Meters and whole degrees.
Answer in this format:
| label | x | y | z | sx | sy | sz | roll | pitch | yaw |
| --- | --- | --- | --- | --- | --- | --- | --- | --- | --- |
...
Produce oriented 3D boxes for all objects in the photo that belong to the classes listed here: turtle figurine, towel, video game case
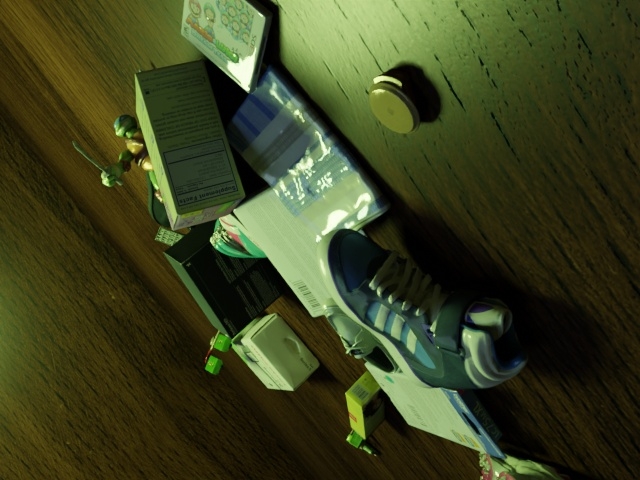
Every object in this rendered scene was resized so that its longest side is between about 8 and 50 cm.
| label | x | y | z | sx | sy | sz | roll | pitch | yaw |
| --- | --- | --- | --- | --- | --- | --- | --- | --- | --- |
| turtle figurine | -0.371 | -0.170 | 1.437 | 0.266 | 0.198 | 0.274 | 45 | 162 | -4 |
| towel | -0.030 | -0.118 | 1.062 | 0.285 | 0.034 | 0.209 | 50 | 146 | -4 |
| video game case | -0.141 | -0.315 | 0.965 | 0.157 | 0.019 | 0.143 | 43 | 145 | 14 |

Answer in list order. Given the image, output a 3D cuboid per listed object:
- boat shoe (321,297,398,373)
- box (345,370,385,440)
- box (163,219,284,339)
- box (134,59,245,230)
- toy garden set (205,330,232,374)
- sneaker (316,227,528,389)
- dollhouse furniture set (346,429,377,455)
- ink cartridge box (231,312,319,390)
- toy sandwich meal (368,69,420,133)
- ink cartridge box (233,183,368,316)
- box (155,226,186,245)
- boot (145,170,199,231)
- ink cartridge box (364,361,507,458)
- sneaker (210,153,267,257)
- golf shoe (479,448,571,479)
| label | x | y | z | sx | sy | sz | roll | pitch | yaw |
| --- | --- | --- | --- | --- | --- | --- | --- | --- | --- |
| boat shoe | 0.084 | 0.186 | 1.260 | 0.079 | 0.081 | 0.227 | -19 | 136 | 38 |
| box | 0.116 | 0.422 | 1.677 | 0.058 | 0.087 | 0.232 | 36 | 156 | 27 |
| box | -0.228 | 0.080 | 1.604 | 0.103 | 0.184 | 0.261 | 22 | 146 | 47 |
| box | -0.235 | -0.158 | 1.167 | 0.213 | 0.117 | 0.243 | 157 | 96 | -74 |
| toy garden set | -0.277 | 0.279 | 1.991 | 0.049 | 0.244 | 0.204 | 25 | 168 | -17 |
| sneaker | 0.165 | 0.086 | 0.975 | 0.323 | 0.130 | 0.236 | 52 | 143 | -11 |
| dollhouse furniture set | 0.135 | 0.614 | 2.046 | 0.076 | 0.058 | 0.152 | 24 | 168 | 31 |
| ink cartridge box | -0.143 | 0.332 | 1.959 | 0.198 | 0.115 | 0.273 | 50 | 158 | -5 |
| toy sandwich meal | 0.093 | -0.169 | 0.810 | 0.085 | 0.029 | 0.085 | 37 | 159 | 17 |
| ink cartridge box | 0.000 | 0.000 | 1.226 | 0.239 | 0.060 | 0.275 | -23 | 110 | 41 |
| box | -0.310 | 0.022 | 1.730 | 0.184 | 0.045 | 0.190 | 20 | 177 | -38 |
| boot | -0.350 | -0.066 | 1.699 | 0.207 | 0.094 | 0.246 | 42 | 152 | 23 |
| ink cartridge box | 0.233 | 0.319 | 1.322 | 0.186 | 0.065 | 0.311 | 54 | 159 | -16 |
| sneaker | -0.196 | -0.073 | 1.387 | 0.295 | 0.124 | 0.178 | 49 | 149 | -7 |
| golf shoe | 0.377 | 0.453 | 1.216 | 0.306 | 0.140 | 0.115 | 80 | -174 | -88 |
